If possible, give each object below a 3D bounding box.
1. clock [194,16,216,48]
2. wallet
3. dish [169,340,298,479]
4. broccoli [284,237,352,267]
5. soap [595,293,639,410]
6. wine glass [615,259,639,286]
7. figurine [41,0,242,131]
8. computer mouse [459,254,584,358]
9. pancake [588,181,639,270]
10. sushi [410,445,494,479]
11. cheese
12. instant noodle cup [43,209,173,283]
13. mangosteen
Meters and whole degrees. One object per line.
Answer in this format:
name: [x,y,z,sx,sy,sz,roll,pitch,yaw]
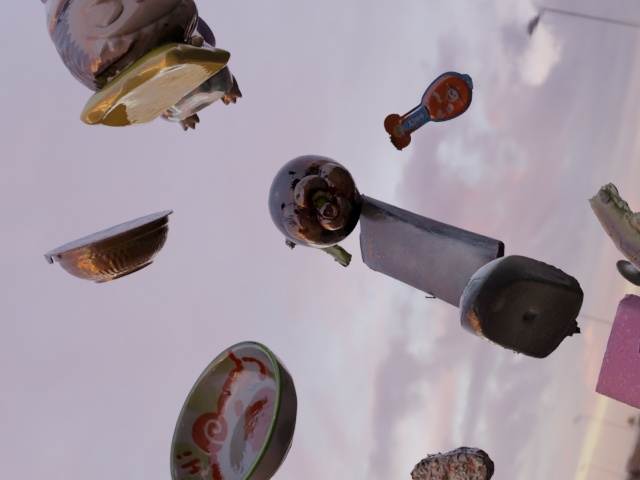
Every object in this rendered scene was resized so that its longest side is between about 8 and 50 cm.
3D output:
clock: [-0.312,-0.421,2.149,0.064,0.198,0.172,-54,-22,-25]
wallet: [0.232,0.034,2.218,0.046,0.379,0.190,-28,-53,-39]
dish: [-0.137,0.358,1.918,0.124,0.324,0.324,30,-106,-32]
broccoli: [-0.001,0.002,2.787,0.118,0.204,0.122,-60,-15,6]
soap: [0.608,0.214,1.723,0.081,0.259,0.181,-13,-61,-55]
wine glass: [0.763,0.006,2.324,0.202,0.093,0.093,-60,-10,33]
figurine: [-0.331,-0.407,1.829,0.377,0.266,0.361,66,-167,8]
computer mouse: [0.229,0.072,1.190,0.229,0.068,0.113,20,-75,-47]
pancake: [0.469,0.004,1.366,0.376,0.054,0.197,-141,32,-68]
sushi: [0.248,0.436,1.914,0.078,0.150,0.090,2,-104,-65]
cheese: [0.256,-0.305,2.379,0.256,0.106,0.037,-36,10,-14]
instant noodle cup: [-0.406,0.023,2.040,0.274,0.274,0.090,-35,-72,-61]
mangosteen: [-0.006,-0.083,2.217,0.250,0.212,0.211,-154,79,-80]
